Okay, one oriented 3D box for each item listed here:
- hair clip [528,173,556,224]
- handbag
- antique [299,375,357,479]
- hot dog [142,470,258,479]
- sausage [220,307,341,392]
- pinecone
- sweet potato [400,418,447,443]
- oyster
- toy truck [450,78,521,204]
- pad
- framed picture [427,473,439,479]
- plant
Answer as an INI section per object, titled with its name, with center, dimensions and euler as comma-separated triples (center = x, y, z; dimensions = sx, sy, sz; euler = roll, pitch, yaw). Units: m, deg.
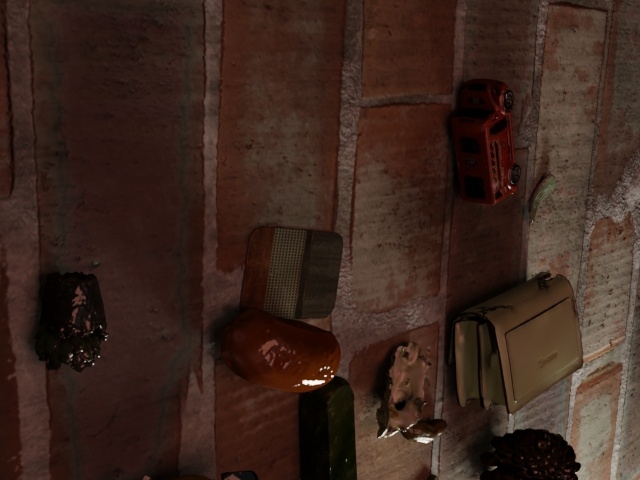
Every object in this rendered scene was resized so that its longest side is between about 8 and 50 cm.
[hair clip]
center = 0.535, -0.102, 2.272
dimensions = 0.137, 0.022, 0.054
euler = -57, 136, -22
[handbag]
center = 0.455, 0.230, 2.171
dimensions = 0.359, 0.160, 0.236
euler = -18, 107, -45
[antique]
center = 0.014, 0.363, 1.769
dimensions = 0.081, 0.080, 0.220
euler = -17, 111, -46
[hot dog]
center = -0.257, 0.452, 1.474
dimensions = 0.326, 0.107, 0.194
euler = 2, 89, -39
[sausage]
center = -0.065, 0.195, 1.603
dimensions = 0.258, 0.133, 0.133
euler = 23, 83, -50
[pinecone]
center = 0.499, 0.598, 2.258
dimensions = 0.246, 0.246, 0.292
euler = -24, 127, -43
[sweet potato]
center = 0.228, 0.416, 2.041
dimensions = 0.182, 0.054, 0.053
euler = 15, 98, -51
[oyster]
center = 0.166, 0.311, 1.941
dimensions = 0.133, 0.072, 0.209
euler = 19, 65, -43
[toy truck]
center = 0.342, -0.207, 1.964
dimensions = 0.114, 0.108, 0.252
euler = -35, 124, -38
[pad]
center = -0.016, -0.011, 1.654
dimensions = 0.250, 0.055, 0.323
euler = 3, 115, -48
[framed picture]
center = 0.232, 0.693, 2.127
dimensions = 0.265, 0.018, 0.192
euler = -56, 134, -29
[plant]
center = -0.344, 0.115, 1.300
dimensions = 0.094, 0.092, 0.143
euler = 1, 93, -56
